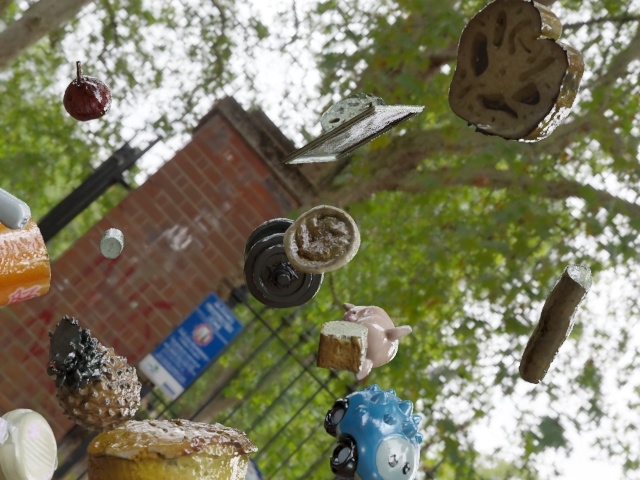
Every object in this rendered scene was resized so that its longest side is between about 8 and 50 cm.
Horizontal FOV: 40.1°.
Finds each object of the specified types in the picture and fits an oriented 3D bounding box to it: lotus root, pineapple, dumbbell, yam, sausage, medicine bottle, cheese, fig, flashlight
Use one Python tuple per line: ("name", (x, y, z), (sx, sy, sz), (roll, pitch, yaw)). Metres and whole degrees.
("lotus root", (0.504, -0.445, 2.338), (0.374, 0.111, 0.391), (-26, -106, 35))
("pineapple", (-0.428, 0.242, 1.613), (0.157, 0.158, 0.279), (37, -23, 27))
("lotus root", (0.106, -0.364, 2.703), (0.183, 0.203, 0.078), (24, -31, 37))
("dumbbell", (-0.094, 0.055, 2.156), (0.192, 0.192, 0.290), (50, 6, -14))
("yam", (0.444, 0.164, 1.674), (0.067, 0.071, 0.317), (19, -44, 9))
("sausage", (-0.866, 0.066, 2.225), (0.233, 0.287, 0.233), (24, -60, 49))
("medicine bottle", (-0.426, 0.006, 1.792), (0.047, 0.047, 0.083), (51, -1, -16))
("cheese", (-0.502, 0.328, 1.424), (0.227, 0.064, 0.137), (72, 12, -53))
("fig", (-0.609, -0.387, 2.317), (0.128, 0.128, 0.150), (42, -58, 11))
("flashlight", (-0.678, -0.093, 1.795), (0.200, 0.093, 0.047), (34, 13, 5))

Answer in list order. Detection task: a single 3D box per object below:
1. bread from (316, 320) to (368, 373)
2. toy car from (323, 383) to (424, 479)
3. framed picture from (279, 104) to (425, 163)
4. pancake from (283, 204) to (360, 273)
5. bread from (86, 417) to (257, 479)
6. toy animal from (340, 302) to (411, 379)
("bread", (0.037, 0.179, 1.468), (0.083, 0.070, 0.077), (7, 13, 7))
("toy car", (0.131, 0.424, 1.887), (0.188, 0.190, 0.255), (37, 24, -25))
("framed picture", (0.071, -0.227, 1.903), (0.273, 0.216, 0.016), (-27, -100, 36))
("pancake", (0.000, 0.001, 1.667), (0.151, 0.152, 0.025), (38, -11, 26))
("bread", (-0.342, 0.522, 2.022), (0.397, 0.215, 0.398), (3, -8, 0))
("toy animal", (0.116, 0.241, 2.170), (0.154, 0.167, 0.250), (26, 3, -8))
